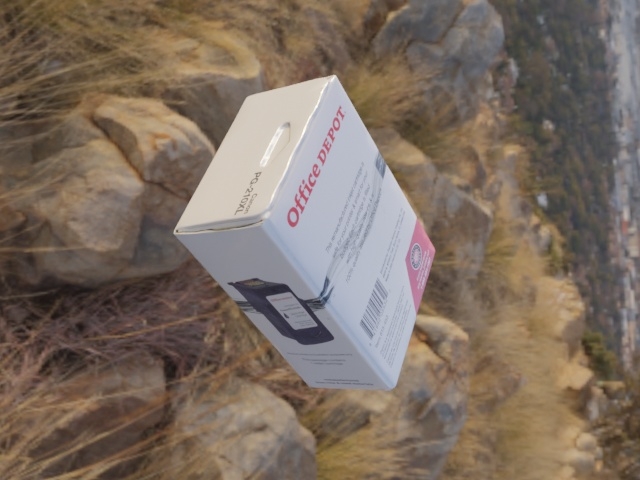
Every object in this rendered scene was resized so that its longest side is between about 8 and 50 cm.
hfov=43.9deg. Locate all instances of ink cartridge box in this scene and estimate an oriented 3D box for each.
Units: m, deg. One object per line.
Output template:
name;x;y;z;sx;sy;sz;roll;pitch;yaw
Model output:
ink cartridge box;0.000;0.000;0.716;0.237;0.100;0.171;55;44;-38
